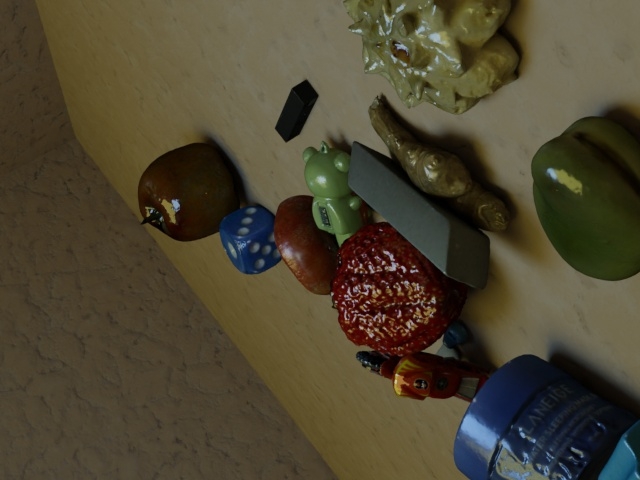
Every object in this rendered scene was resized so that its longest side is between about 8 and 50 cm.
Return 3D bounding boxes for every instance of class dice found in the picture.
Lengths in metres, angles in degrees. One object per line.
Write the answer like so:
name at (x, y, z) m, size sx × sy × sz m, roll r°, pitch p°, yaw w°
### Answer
dice at (-0.188, -0.002, 2.252) m, size 0.146 × 0.146 × 0.143 m, roll 38°, pitch 150°, yaw 42°

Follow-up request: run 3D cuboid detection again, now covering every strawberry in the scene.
strawberry at (0.150, 0.098, 1.513) m, size 0.250 × 0.238 × 0.288 m, roll 22°, pitch 174°, yaw -36°

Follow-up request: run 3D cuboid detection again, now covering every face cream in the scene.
face cream at (0.386, 0.349, 1.366) m, size 0.225 × 0.249 × 0.249 m, roll 31°, pitch 148°, yaw 39°

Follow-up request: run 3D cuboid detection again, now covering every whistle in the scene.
whistle at (0.041, -0.078, 1.685) m, size 0.131 × 0.106 × 0.288 m, roll 16°, pitch 134°, yaw 44°

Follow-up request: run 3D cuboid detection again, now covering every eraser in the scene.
eraser at (0.161, -0.049, 1.379) m, size 0.111 × 0.077 × 0.352 m, roll 19°, pitch -161°, yaw -40°

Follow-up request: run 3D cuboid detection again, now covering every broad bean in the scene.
broad bean at (0.360, -0.046, 1.060) m, size 0.189 × 0.121 × 0.263 m, roll 36°, pitch 166°, yaw 32°

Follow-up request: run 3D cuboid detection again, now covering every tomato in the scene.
tomato at (0.000, 0.000, 1.807) m, size 0.095 × 0.237 × 0.236 m, roll -28°, pitch 97°, yaw 27°

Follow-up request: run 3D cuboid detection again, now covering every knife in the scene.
knife at (0.277, 0.232, 1.745) m, size 0.058 × 0.032 × 0.244 m, roll 40°, pitch 159°, yaw 18°

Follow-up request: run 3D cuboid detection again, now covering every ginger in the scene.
ginger at (0.178, -0.128, 1.356) m, size 0.148 × 0.081 × 0.333 m, roll 24°, pitch -163°, yaw -47°

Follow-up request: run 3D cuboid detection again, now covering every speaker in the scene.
speaker at (-0.052, -0.267, 1.711) m, size 0.046 × 0.040 × 0.191 m, roll 52°, pitch 159°, yaw 5°

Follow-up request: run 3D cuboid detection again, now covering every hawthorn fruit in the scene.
hawthorn fruit at (-0.385, -0.125, 2.288) m, size 0.268 × 0.301 × 0.267 m, roll 43°, pitch 149°, yaw 35°

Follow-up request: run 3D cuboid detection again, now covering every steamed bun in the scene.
steamed bun at (0.129, -0.293, 1.150) m, size 0.295 × 0.137 × 0.292 m, roll 51°, pitch 162°, yaw 8°

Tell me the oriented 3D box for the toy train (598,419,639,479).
toy train at (0.516, 0.319, 1.005) m, size 0.300 × 0.265 × 0.188 m, roll 45°, pitch 157°, yaw 31°

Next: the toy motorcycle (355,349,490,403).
toy motorcycle at (0.217, 0.270, 1.627) m, size 0.171 × 0.298 × 0.089 m, roll 10°, pitch 87°, yaw 61°
